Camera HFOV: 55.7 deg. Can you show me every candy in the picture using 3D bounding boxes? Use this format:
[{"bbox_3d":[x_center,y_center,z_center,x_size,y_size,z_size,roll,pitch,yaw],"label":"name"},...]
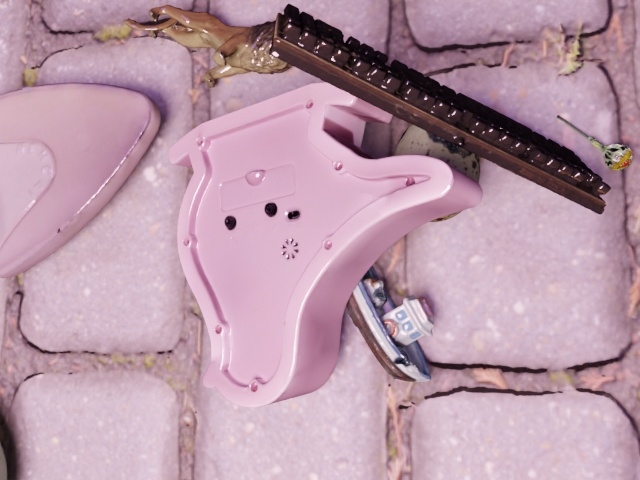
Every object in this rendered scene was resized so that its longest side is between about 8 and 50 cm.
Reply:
[{"bbox_3d":[0.265,-0.099,0.588,0.023,0.025,0.083,-26,62,-37],"label":"candy"}]

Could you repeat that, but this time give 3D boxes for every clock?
[{"bbox_3d":[0.000,0.000,0.546,0.290,0.080,0.275,-15,77,33],"label":"clock"}]

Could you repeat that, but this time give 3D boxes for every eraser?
[{"bbox_3d":[-0.281,-0.092,0.678,0.243,0.059,0.204,-22,78,11],"label":"eraser"}]

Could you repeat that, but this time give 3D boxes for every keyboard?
[{"bbox_3d":[0.106,-0.110,0.511,0.317,0.106,0.027,22,120,-16],"label":"keyboard"}]

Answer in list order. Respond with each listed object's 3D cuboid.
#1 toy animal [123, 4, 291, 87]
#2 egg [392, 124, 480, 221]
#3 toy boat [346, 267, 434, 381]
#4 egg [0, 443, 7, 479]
[{"bbox_3d":[-0.119,-0.213,0.661,0.220,0.069,0.086,15,64,8],"label":"toy animal"},{"bbox_3d":[0.110,-0.072,0.581,0.085,0.085,0.110,11,79,13],"label":"egg"},{"bbox_3d":[0.069,0.070,0.580,0.066,0.059,0.140,-32,77,24],"label":"toy boat"},{"bbox_3d":[-0.408,0.232,0.611,0.192,0.149,0.149,41,92,8],"label":"egg"}]
